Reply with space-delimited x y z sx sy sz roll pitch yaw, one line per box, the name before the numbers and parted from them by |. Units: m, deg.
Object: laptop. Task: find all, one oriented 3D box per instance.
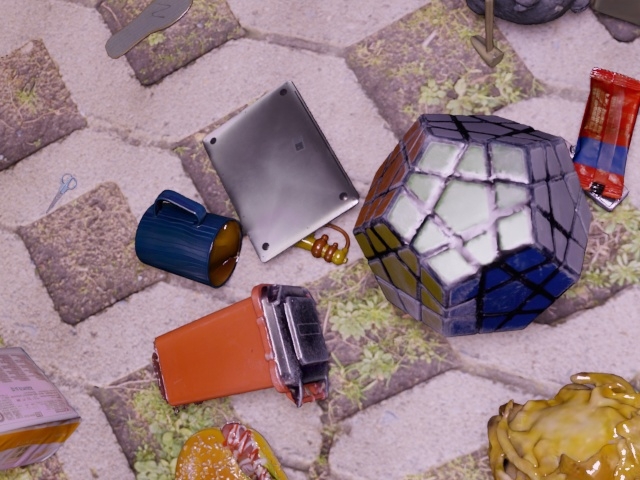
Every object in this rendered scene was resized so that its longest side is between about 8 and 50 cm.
laptop | -0.071 -0.117 1.197 0.187 0.015 0.269 -33 64 9

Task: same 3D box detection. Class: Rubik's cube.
Rubik's cube | 0.205 -0.025 1.010 0.319 0.319 0.264 -24 51 11

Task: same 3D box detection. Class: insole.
insole | -0.308 -0.388 1.326 0.188 0.004 0.064 -33 75 8

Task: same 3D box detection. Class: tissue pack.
tissue pack | -0.530 0.271 1.184 0.124 0.225 0.185 -46 74 5

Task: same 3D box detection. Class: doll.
doll | 0.252 -0.429 1.103 0.340 0.246 0.158 52 138 34

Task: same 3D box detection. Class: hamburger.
hamburger | -0.131 0.379 1.123 0.173 0.116 0.210 -32 76 11

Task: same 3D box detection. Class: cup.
cup | -0.210 -0.013 1.189 0.138 0.113 0.150 15 109 17

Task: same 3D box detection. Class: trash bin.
trash bin | -0.117 0.182 1.132 0.238 0.161 0.184 -21 78 19

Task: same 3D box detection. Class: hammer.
hammer | 0.239 -0.315 1.074 0.028 0.195 0.060 -39 74 3

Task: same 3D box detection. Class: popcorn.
popcorn | 0.347 0.277 0.958 0.250 0.250 0.190 -11 97 13

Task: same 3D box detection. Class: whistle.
whistle | -0.002 0.003 1.186 0.109 0.057 0.046 21 133 8

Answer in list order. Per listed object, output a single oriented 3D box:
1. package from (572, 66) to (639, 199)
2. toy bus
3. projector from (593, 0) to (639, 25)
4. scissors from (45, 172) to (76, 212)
package | 0.412 -0.157 1.073 0.083 0.022 0.200 17 71 8
toy bus | 0.389 -0.098 1.091 0.130 0.037 0.052 42 98 15
projector | 0.521 -0.346 1.005 0.269 0.193 0.088 14 88 14
scissors | -0.467 -0.082 1.327 0.036 0.006 0.083 38 93 18
